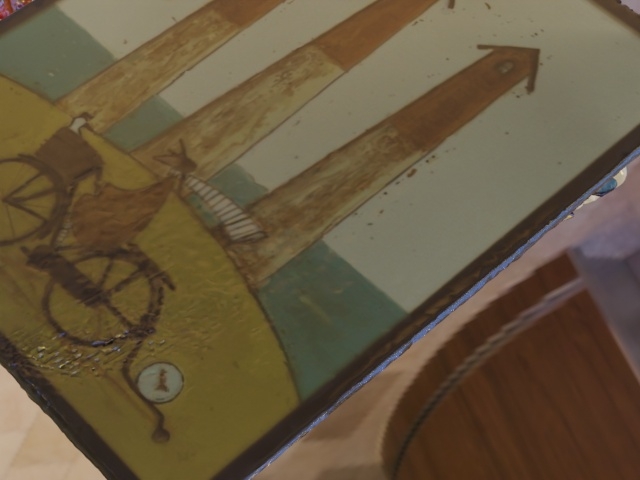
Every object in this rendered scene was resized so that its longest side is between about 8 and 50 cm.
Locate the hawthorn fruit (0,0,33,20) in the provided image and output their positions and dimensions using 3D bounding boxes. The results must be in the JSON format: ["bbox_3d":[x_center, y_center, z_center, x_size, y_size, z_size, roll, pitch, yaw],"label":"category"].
[{"bbox_3d":[-0.386,-0.280,1.486,0.185,0.202,0.185,-25,132,-31],"label":"hawthorn fruit"}]

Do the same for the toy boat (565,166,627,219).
[{"bbox_3d":[0.212,-0.101,1.250,0.140,0.141,0.269,-28,128,6],"label":"toy boat"}]

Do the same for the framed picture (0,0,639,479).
[{"bbox_3d":[-0.019,-0.056,0.571,0.324,0.244,0.013,-38,155,-23],"label":"framed picture"}]
